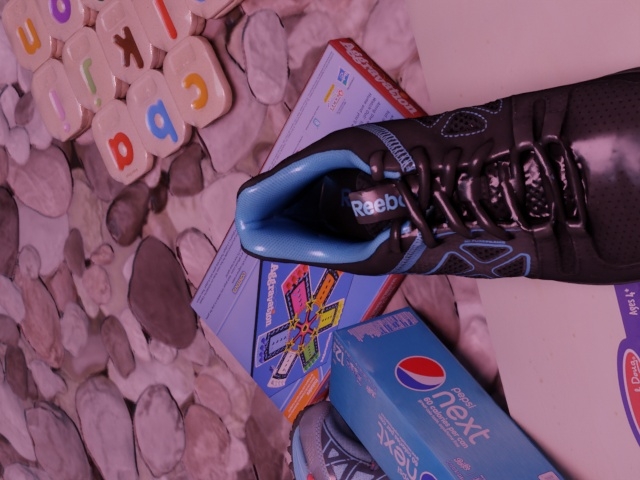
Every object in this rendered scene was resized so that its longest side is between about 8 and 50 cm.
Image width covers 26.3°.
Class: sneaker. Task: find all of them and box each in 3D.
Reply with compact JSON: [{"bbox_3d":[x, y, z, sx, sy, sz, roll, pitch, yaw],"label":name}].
[{"bbox_3d":[0.089,0.205,1.001,0.262,0.104,0.125,49,113,15],"label":"sneaker"},{"bbox_3d":[0.099,-0.022,0.810,0.341,0.140,0.125,-9,94,42],"label":"sneaker"}]

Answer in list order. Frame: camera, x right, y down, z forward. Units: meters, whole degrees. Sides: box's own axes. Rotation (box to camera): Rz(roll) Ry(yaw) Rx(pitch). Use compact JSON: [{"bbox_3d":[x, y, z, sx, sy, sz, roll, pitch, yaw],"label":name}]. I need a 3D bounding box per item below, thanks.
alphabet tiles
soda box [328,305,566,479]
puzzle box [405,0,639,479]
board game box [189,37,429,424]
[{"bbox_3d":[-0.173,-0.201,1.156,0.284,0.021,0.278,-31,80,42],"label":"alphabet tiles"},{"bbox_3d":[0.085,0.139,0.939,0.210,0.067,0.071,50,147,43],"label":"soda box"},{"bbox_3d":[0.208,-0.019,0.843,0.272,0.052,0.408,-12,94,43],"label":"puzzle box"},{"bbox_3d":[0.000,0.000,1.052,0.145,0.027,0.281,48,128,23],"label":"board game box"}]
